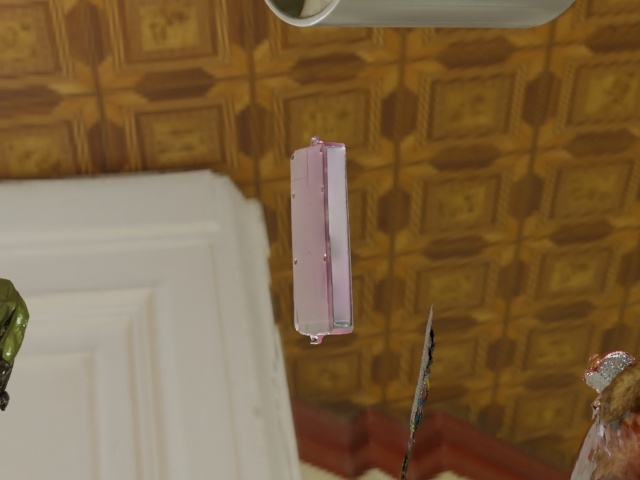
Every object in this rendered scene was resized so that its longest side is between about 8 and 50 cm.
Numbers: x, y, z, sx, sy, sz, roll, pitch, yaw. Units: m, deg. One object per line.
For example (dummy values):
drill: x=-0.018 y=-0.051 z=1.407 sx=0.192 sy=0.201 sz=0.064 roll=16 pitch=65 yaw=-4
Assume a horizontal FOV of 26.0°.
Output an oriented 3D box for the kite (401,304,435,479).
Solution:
kite: x=0.115 y=0.180 z=1.590 sx=0.015 sy=0.285 sz=0.152 roll=10 pitch=105 yaw=5

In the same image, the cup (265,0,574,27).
cup: x=0.128 y=-0.368 z=1.404 sx=0.327 sy=0.237 sz=0.323 roll=-6 pitch=138 yaw=-30

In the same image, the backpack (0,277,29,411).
backpack: x=-0.514 y=0.161 z=1.944 sx=0.207 sy=0.253 sz=0.140 roll=-2 pitch=132 yaw=25

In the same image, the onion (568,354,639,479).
onion: x=0.256 y=0.151 z=0.732 sx=0.276 sy=0.276 sz=0.276 roll=-6 pitch=139 yaw=-5

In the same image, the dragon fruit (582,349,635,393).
dragon fruit: x=0.407 y=0.183 z=1.935 sx=0.083 sy=0.060 sz=0.056 roll=36 pitch=161 yaw=-11

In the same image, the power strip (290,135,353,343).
power strip: x=0.000 y=0.000 z=1.884 sx=0.037 sy=0.279 sz=0.109 roll=0 pitch=176 yaw=-29
